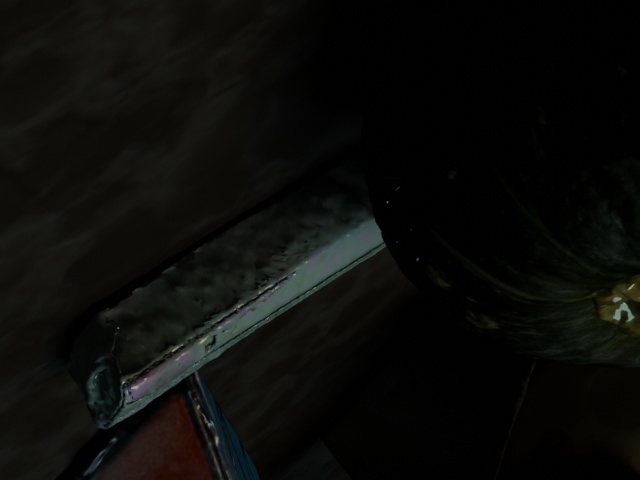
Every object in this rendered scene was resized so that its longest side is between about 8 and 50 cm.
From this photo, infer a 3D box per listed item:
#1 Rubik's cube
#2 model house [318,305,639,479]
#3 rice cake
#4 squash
[{"bbox_3d":[-0.084,0.142,0.836,0.190,0.211,0.178,-12,-169,14],"label":"Rubik's cube"},{"bbox_3d":[0.100,0.136,0.919,0.243,0.211,0.204,-37,161,-10],"label":"model house"},{"bbox_3d":[0.000,0.000,0.673,0.211,0.034,0.043,-32,164,-25],"label":"rice cake"},{"bbox_3d":[0.106,-0.037,0.590,0.193,0.156,0.193,0,136,0],"label":"squash"}]
